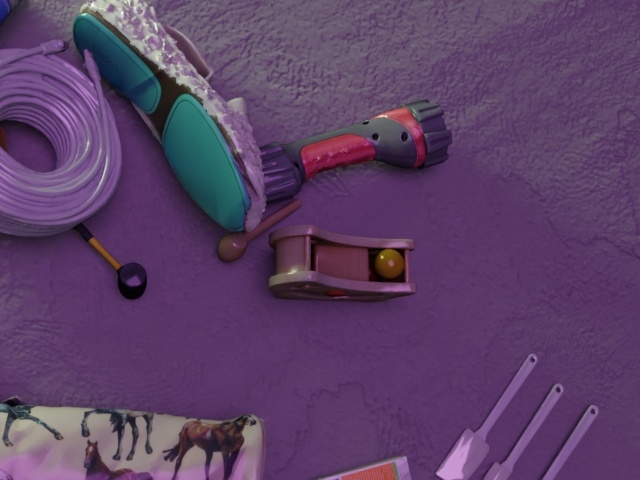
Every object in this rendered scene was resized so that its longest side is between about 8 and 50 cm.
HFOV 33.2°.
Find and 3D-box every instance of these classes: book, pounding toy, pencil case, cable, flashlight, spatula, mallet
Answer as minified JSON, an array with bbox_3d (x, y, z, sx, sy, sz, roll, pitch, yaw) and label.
[{"bbox_3d":[0.060,0.364,1.492,0.144,0.035,0.096,-11,84,-17],"label":"book"},{"bbox_3d":[0.000,0.000,1.495,0.270,0.154,0.154,3,77,-15],"label":"pounding toy"},{"bbox_3d":[-0.269,0.280,1.352,0.411,0.160,0.183,7,49,-14],"label":"pencil case"},{"bbox_3d":[-0.386,-0.130,1.411,0.257,0.089,0.257,-14,79,-41],"label":"cable"},{"bbox_3d":[0.038,-0.122,1.563,0.304,0.103,0.103,-19,89,-19],"label":"flashlight"},{"bbox_3d":[0.299,0.301,1.581,0.168,0.019,0.242,39,70,2],"label":"spatula"},{"bbox_3d":[-0.305,0.002,1.459,0.189,0.062,0.039,47,68,-1],"label":"mallet"}]

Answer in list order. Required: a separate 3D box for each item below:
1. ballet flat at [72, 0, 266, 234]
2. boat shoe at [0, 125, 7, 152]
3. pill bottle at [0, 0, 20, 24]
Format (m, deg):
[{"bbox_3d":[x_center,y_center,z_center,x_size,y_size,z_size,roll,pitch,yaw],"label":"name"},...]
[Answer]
[{"bbox_3d":[-0.179,-0.196,1.482,0.147,0.147,0.409,-35,76,-20],"label":"ballet flat"},{"bbox_3d":[-0.454,-0.074,1.440,0.063,0.059,0.170,15,67,-33],"label":"boat shoe"},{"bbox_3d":[-0.515,-0.297,1.424,0.152,0.152,0.272,33,71,-6],"label":"pill bottle"}]
